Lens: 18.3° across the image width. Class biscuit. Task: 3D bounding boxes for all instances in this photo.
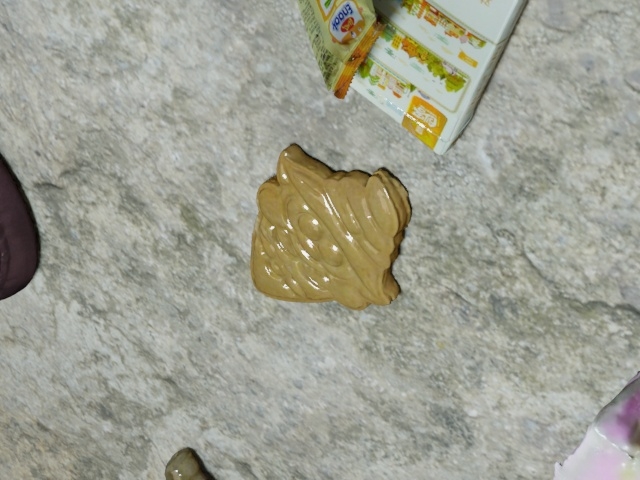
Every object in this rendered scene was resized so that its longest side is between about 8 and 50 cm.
[{"bbox_3d":[0.000,0.000,1.754,0.162,0.035,0.250,52,146,0],"label":"biscuit"}]

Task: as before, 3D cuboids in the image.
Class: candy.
[{"bbox_3d":[0.248,0.192,1.571,0.116,0.155,0.265,36,143,10],"label":"candy"}]

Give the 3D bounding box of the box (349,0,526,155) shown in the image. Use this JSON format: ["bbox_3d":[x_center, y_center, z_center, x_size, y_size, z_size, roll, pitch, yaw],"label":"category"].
[{"bbox_3d":[0.085,-0.170,1.503,0.122,0.032,0.220,38,142,11],"label":"box"}]

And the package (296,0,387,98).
[{"bbox_3d":[0.010,-0.185,1.527,0.108,0.031,0.121,123,132,-58],"label":"package"}]

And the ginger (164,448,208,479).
[{"bbox_3d":[-0.031,0.335,2.055,0.333,0.080,0.166,14,121,33],"label":"ginger"}]

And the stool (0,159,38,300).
[{"bbox_3d":[-0.447,-0.010,2.069,0.272,0.178,0.272,27,141,24],"label":"stool"}]
